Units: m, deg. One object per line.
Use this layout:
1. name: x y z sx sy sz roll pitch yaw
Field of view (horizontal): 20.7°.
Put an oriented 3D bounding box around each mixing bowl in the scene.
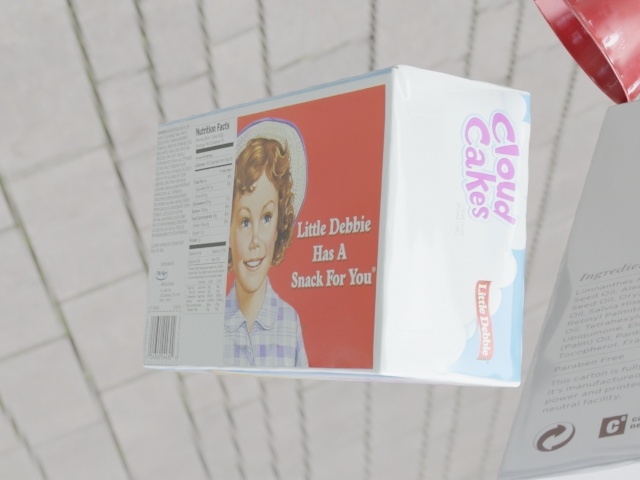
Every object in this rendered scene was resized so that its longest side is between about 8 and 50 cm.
1. mixing bowl: 0.294 -0.233 1.772 0.098 0.181 0.181 -37 158 3

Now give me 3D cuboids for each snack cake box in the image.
1. snack cake box: 0.000 0.000 0.963 0.089 0.152 0.264 7 174 -31

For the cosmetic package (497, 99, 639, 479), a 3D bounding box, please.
1. cosmetic package: 0.274 0.091 1.207 0.161 0.230 0.453 -14 -152 26
